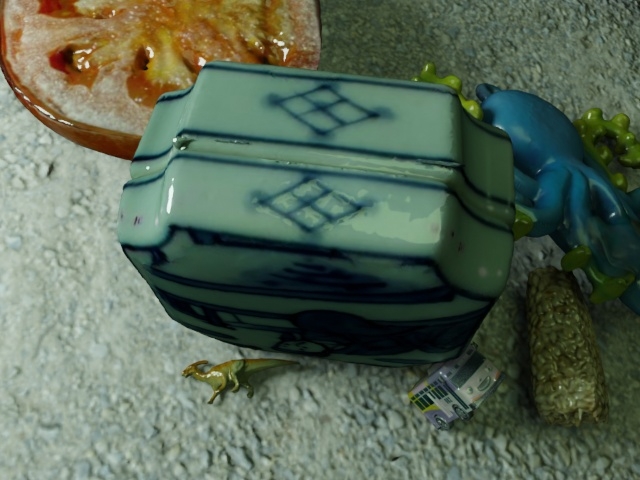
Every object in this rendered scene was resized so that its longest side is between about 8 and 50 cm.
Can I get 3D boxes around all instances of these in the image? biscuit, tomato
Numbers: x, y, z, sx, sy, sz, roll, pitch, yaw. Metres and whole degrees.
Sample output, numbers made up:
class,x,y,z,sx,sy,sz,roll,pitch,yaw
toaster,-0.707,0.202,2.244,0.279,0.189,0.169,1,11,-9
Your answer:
class,x,y,z,sx,sy,sz,roll,pitch,yaw
biscuit,0.253,0.109,0.689,0.070,0.082,0.168,-10,63,22
tomato,-0.159,-0.206,0.695,0.338,0.143,0.338,3,65,-6

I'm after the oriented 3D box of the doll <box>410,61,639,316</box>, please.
class,x,y,z,sx,sy,sz,roll,pitch,yaw
doll,0.273,-0.056,0.744,0.346,0.099,0.341,-5,59,-34

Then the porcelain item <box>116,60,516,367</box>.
class,x,y,z,sx,sy,sz,roll,pitch,yaw
porcelain item,0.000,0.000,0.542,0.282,0.286,0.157,9,65,4

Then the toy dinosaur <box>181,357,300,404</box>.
class,x,y,z,sx,sy,sz,roll,pitch,yaw
toy dinosaur,-0.074,0.130,0.625,0.113,0.026,0.041,-2,50,-5

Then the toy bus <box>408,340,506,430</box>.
class,x,y,z,sx,sy,sz,roll,pitch,yaw
toy bus,0.127,0.139,0.630,0.052,0.102,0.058,-39,77,-26
